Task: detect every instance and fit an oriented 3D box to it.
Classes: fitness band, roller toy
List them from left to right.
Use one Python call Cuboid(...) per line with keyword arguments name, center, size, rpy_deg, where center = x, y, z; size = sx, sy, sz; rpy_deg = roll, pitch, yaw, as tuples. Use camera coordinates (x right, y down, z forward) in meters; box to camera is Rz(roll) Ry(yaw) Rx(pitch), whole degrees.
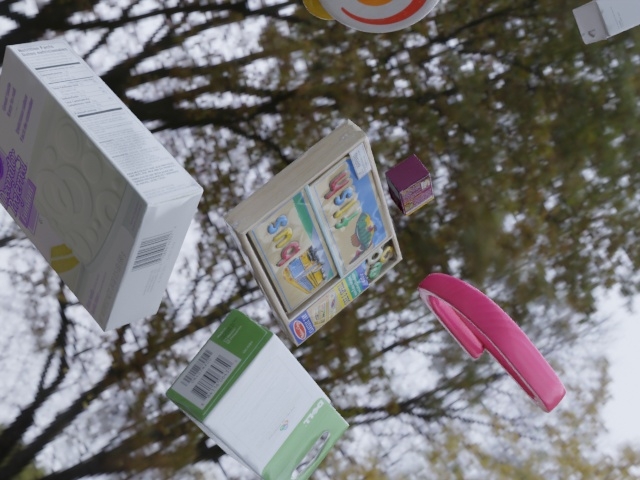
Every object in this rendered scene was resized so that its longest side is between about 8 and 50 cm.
Cuboid(name="roller toy", center=(0.082, -0.403, 1.550), size=(0.191, 0.209, 0.146), rpy_deg=(97, -4, -48))
Cuboid(name="fitness band", center=(0.259, 0.149, 1.615), size=(0.291, 0.054, 0.209), rpy_deg=(47, -8, -32))

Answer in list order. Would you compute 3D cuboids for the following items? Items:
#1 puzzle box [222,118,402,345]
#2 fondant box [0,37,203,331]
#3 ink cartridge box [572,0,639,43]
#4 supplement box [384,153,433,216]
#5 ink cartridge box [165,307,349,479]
Cuboid(name="puzzle box", center=(0.000, 0.000, 1.895), size=(0.052, 0.272, 0.409), rpy_deg=(45, -12, 32))
Cuboid(name="fondant box", center=(-0.318, -0.077, 1.445), size=(0.330, 0.096, 0.238), rpy_deg=(47, -48, 25))
Cuboid(name="ink cartridge box", center=(0.399, -0.301, 1.384), size=(0.088, 0.122, 0.052), rpy_deg=(-151, -144, -82))
Cuboid(name="supplement box", center=(0.130, -0.080, 1.580), size=(0.043, 0.055, 0.083), rpy_deg=(55, -6, 25))
Cuboid(name="ink cartridge box", center=(-0.059, 0.172, 1.094), size=(0.062, 0.109, 0.209), rpy_deg=(28, -18, 37))
